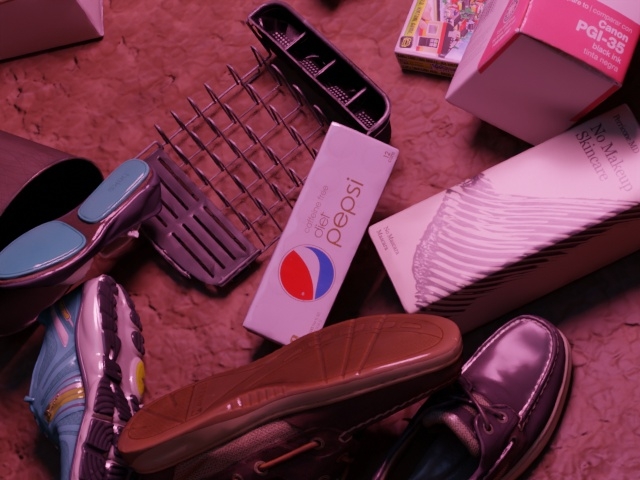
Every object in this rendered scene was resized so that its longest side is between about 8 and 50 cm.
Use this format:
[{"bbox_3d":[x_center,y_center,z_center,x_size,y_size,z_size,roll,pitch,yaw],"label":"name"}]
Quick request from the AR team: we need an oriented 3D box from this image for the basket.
[{"bbox_3d":[-0.364,-0.039,1.935,0.227,0.154,0.204,29,89,32],"label":"basket"}]

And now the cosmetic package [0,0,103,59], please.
[{"bbox_3d":[-0.406,-0.284,2.096,0.309,0.113,0.160,-13,60,12],"label":"cosmetic package"}]

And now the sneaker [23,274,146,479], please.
[{"bbox_3d":[-0.230,0.166,1.826,0.110,0.107,0.275,-22,50,22],"label":"sneaker"}]

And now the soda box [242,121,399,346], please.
[{"bbox_3d":[0.000,0.000,1.803,0.074,0.069,0.216,24,86,1],"label":"soda box"}]

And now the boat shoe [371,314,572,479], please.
[{"bbox_3d":[0.129,0.180,1.695,0.103,0.092,0.285,32,76,29],"label":"boat shoe"}]

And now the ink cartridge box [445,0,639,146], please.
[{"bbox_3d":[0.248,-0.259,1.811,0.117,0.207,0.283,26,70,-7],"label":"ink cartridge box"}]

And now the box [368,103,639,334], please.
[{"bbox_3d":[0.194,-0.012,1.775,0.275,0.094,0.113,-27,59,3],"label":"box"}]

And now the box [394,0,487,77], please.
[{"bbox_3d":[0.164,-0.265,1.951,0.114,0.036,0.207,12,67,22],"label":"box"}]

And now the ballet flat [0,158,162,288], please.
[{"bbox_3d":[-0.234,0.001,1.856,0.203,0.074,0.074,-40,58,-23],"label":"ballet flat"}]

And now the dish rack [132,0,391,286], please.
[{"bbox_3d":[-0.076,-0.092,1.914,0.271,0.074,0.208,-41,58,-6],"label":"dish rack"}]

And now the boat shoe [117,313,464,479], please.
[{"bbox_3d":[-0.014,0.170,1.725,0.342,0.123,0.123,-22,20,14],"label":"boat shoe"}]
